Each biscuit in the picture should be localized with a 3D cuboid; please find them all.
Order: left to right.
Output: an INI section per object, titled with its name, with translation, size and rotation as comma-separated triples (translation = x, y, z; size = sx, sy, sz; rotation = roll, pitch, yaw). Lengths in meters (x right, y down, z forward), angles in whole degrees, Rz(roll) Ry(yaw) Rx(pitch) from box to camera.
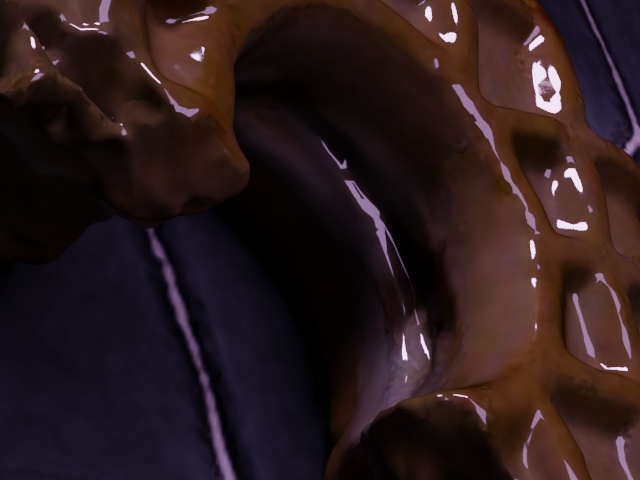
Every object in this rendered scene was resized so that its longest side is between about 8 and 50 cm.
[biscuit]
translation = -0.001, -0.016, 0.574
size = 0.366, 0.115, 0.268
rotation = 48, 35, -16
